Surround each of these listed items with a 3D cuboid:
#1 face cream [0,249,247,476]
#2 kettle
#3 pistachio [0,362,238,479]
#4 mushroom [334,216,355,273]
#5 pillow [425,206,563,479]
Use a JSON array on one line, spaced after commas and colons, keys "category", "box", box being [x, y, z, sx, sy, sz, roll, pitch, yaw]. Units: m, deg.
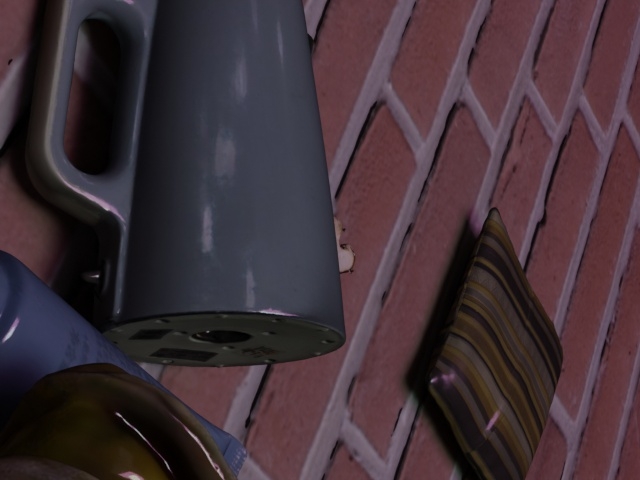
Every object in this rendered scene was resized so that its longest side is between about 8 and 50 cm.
[{"category": "face cream", "box": [-0.156, 0.095, 0.930, 0.135, 0.086, 0.385, -63, 142, -23]}, {"category": "kettle", "box": [-0.091, -0.052, 1.018, 0.210, 0.160, 0.243, 6, 72, -29]}, {"category": "pistachio", "box": [-0.118, 0.198, 0.848, 0.288, 0.197, 0.166, 95, 15, -47]}, {"category": "mushroom", "box": [0.000, 0.000, 1.240, 0.101, 0.019, 0.049, 42, 53, -50]}, {"category": "pillow", "box": [0.164, 0.115, 1.454, 0.208, 0.052, 0.212, 62, 41, -38]}]
